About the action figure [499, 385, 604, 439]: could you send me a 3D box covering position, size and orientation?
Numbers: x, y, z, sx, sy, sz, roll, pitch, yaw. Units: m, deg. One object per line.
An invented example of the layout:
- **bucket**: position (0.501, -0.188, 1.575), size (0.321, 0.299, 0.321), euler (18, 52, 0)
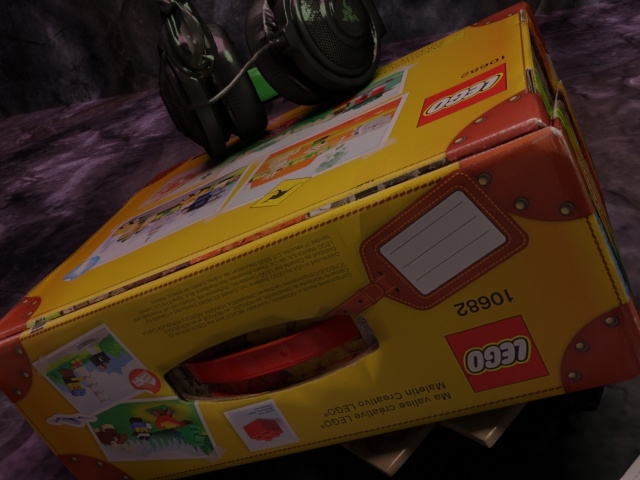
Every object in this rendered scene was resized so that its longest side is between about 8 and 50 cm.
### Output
- **action figure**: position (0.209, 0.066, 0.680), size (0.185, 0.099, 0.285), euler (-12, 22, 19)

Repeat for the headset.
- **headset**: position (-0.071, -0.204, 0.676), size (0.243, 0.185, 0.394), euler (-24, 9, 16)

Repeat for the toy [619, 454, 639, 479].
- **toy**: position (0.264, 0.231, 0.371), size (0.137, 0.056, 0.237), euler (-27, 35, -33)

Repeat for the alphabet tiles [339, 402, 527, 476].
- **alphabet tiles**: position (0.096, 0.080, 0.652), size (0.285, 0.011, 0.342), euler (-42, 22, -20)

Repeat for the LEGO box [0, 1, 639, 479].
- **LEGO box**: position (0.000, 0.000, 0.644), size (0.500, 0.193, 0.372), euler (-20, 23, 25)
